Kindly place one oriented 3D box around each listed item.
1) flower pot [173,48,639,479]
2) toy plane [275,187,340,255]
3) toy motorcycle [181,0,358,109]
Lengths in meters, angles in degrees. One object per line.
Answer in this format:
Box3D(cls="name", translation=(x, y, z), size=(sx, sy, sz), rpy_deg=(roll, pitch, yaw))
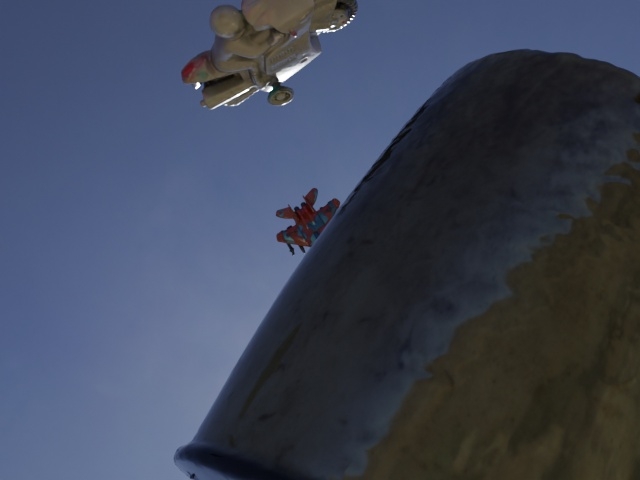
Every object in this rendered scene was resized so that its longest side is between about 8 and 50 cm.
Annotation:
Box3D(cls="flower pot", translation=(0.115, 0.071, 0.566), size=(0.293, 0.293, 0.330), rpy_deg=(46, -115, -36))
Box3D(cls="toy plane", translation=(0.000, 0.001, 1.546), size=(0.130, 0.189, 0.061), rpy_deg=(-31, -17, -1))
Box3D(cls="toy motorcycle", translation=(-0.083, -0.269, 1.175), size=(0.260, 0.110, 0.170), rpy_deg=(-28, -26, 29))
